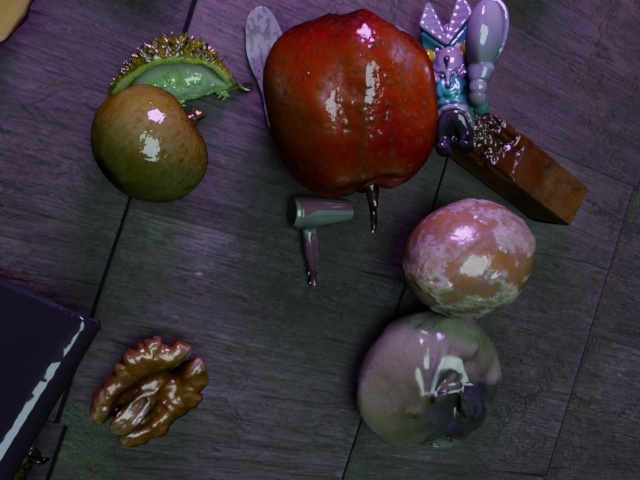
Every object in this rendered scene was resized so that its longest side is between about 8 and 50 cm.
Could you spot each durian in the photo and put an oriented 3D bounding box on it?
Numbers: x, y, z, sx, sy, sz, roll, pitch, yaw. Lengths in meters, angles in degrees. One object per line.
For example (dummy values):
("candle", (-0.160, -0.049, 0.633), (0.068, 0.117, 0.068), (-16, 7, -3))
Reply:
("durian", (-0.200, -0.244, 0.744), (0.215, 0.086, 0.100), (-12, 136, -16))

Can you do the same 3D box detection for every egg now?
("egg", (0.247, 0.029, 0.878), (0.245, 0.203, 0.203), (-15, 103, -28))

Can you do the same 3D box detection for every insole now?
("insole", (-0.077, -0.264, 0.812), (0.065, 0.006, 0.193), (-17, 104, -19))

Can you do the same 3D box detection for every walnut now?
("walnut", (-0.257, 0.220, 0.780), (0.170, 0.069, 0.143), (-41, 111, -10))

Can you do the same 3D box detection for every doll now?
("doll", (0.217, -0.280, 0.820), (0.195, 0.153, 0.258), (-31, 71, 10))

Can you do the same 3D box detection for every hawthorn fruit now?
("hawthorn fruit", (0.050, -0.158, 0.741), (0.254, 0.254, 0.300), (-9, 89, -20))

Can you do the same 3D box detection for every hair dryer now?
("hair dryer", (-0.006, 0.003, 0.865), (0.106, 0.054, 0.154), (1, 108, -26))

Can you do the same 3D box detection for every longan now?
("longan", (-0.222, -0.134, 0.704), (0.176, 0.145, 0.155), (-37, 136, -32))

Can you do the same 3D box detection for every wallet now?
("wallet", (-0.460, 0.239, 0.611), (0.228, 0.062, 0.406), (21, 69, 9))

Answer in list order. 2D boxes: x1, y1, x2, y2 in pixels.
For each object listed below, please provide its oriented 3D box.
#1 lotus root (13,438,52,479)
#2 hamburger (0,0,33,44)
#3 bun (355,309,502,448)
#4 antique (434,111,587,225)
("lotus root", (-0.470, 0.349, 0.678), (0.154, 0.154, 0.278), (44, 78, -21))
("hamburger", (-0.450, -0.321, 0.557), (0.149, 0.237, 0.237), (36, 83, 13))
("bun", (0.198, 0.250, 0.912), (0.272, 0.168, 0.273), (-4, 106, -16))
("antique", (0.345, -0.138, 0.948), (0.310, 0.093, 0.087), (31, 86, -22))
